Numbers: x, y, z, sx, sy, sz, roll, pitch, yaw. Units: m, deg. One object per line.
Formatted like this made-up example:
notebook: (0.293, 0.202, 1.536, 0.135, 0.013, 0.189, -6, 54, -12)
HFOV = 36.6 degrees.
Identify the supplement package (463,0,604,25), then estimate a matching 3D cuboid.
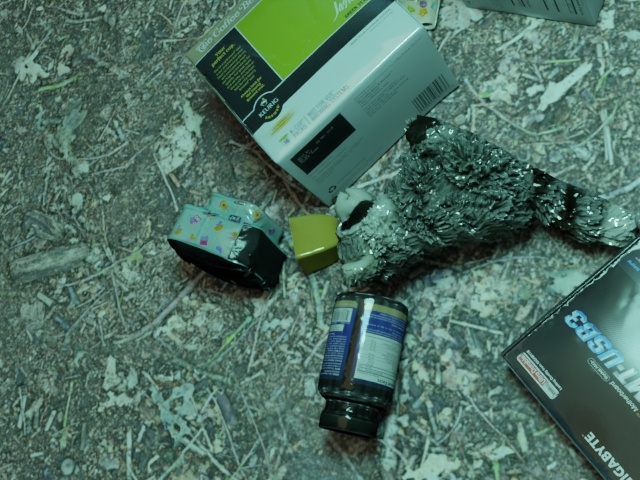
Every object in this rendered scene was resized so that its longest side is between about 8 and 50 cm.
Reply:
supplement package: (0.363, -0.472, 1.649, 0.244, 0.134, 0.139, 17, 80, 29)

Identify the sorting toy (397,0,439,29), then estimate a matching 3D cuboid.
sorting toy: (0.185, -0.419, 1.773, 0.083, 0.045, 0.075, -5, 77, 24)

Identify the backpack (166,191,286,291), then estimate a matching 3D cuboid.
backpack: (-0.168, -0.003, 1.717, 0.188, 0.166, 0.144, 10, 75, 25)

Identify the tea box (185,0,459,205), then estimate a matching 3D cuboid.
tea box: (0.002, -0.303, 1.713, 0.329, 0.220, 0.323, -42, 60, 6)

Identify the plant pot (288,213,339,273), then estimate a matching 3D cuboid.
plant pot: (0.000, 0.000, 1.689, 0.083, 0.081, 0.081, -14, 65, 7)

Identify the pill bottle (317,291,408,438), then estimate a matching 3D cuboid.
pill bottle: (0.064, 0.201, 1.557, 0.123, 0.123, 0.219, 5, 75, 27)

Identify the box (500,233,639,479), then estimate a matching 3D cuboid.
box: (0.465, 0.184, 1.401, 0.293, 0.073, 0.295, -41, 59, 6)

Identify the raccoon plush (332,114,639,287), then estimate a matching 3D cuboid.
raccoon plush: (0.225, -0.002, 1.518, 0.446, 0.216, 0.299, 28, 93, 31)
